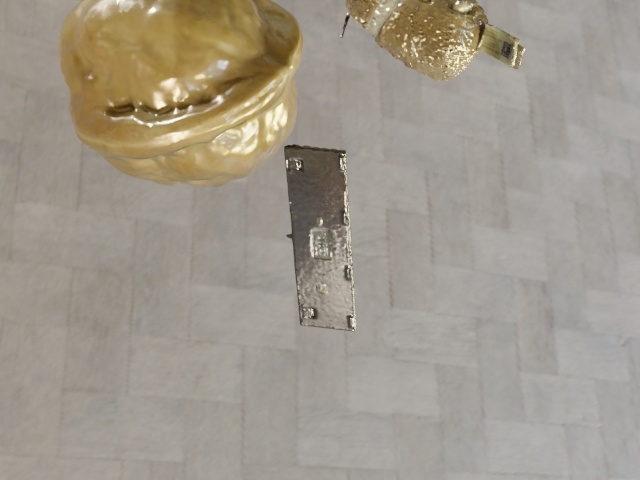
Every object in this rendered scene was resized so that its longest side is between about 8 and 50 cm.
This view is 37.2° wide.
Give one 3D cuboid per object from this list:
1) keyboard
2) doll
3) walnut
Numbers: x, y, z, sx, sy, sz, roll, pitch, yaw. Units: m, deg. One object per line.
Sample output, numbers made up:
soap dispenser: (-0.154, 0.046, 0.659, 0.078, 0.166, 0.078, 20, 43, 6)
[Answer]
keyboard: (0.000, 0.000, 1.436, 0.106, 0.317, 0.027, 7, 33, 17)
doll: (0.131, -0.248, 1.092, 0.221, 0.115, 0.105, 27, 13, 9)
walnut: (-0.211, -0.248, 1.475, 0.383, 0.383, 0.384, 11, 66, -26)
